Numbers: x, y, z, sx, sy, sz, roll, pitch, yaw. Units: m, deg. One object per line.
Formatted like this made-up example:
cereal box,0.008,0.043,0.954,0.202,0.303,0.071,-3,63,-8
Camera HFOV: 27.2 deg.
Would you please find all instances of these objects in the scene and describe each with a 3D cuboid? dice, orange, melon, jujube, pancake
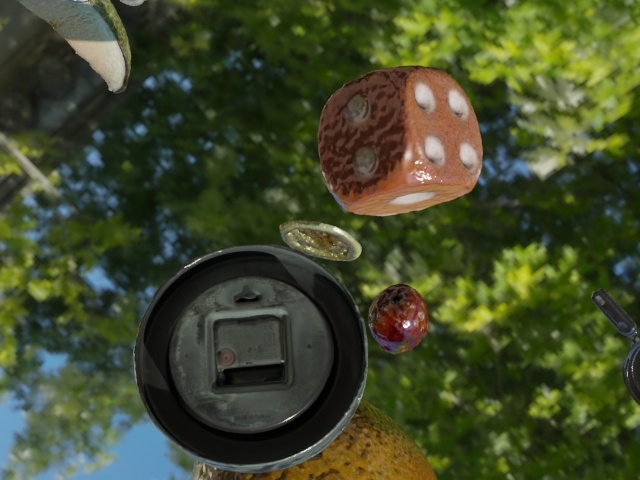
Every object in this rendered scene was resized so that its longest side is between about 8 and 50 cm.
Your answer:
dice,0.110,-0.139,1.857,0.175,0.174,0.179,-16,-103,42
orange,-0.008,0.338,1.609,0.322,0.357,0.322,-17,-146,12
melon,-0.278,-0.253,1.600,0.098,0.182,0.054,-22,-140,30
jujube,0.098,0.103,1.669,0.077,0.129,0.077,-2,-113,5
pancake,-0.001,0.000,1.628,0.108,0.108,0.017,-12,-126,45

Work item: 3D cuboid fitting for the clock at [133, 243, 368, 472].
clock,-0.065,0.113,1.269,0.226,0.049,0.226,-2,-116,3

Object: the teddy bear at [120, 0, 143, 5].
teddy bear,-0.319,-0.539,2.251,0.151,0.236,0.267,146,-35,-75

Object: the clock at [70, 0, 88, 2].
clock,-0.305,-0.405,1.337,0.273,0.279,0.049,-66,-154,15

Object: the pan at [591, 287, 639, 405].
pan,0.473,0.157,1.904,0.136,0.235,0.028,-37,-176,37
